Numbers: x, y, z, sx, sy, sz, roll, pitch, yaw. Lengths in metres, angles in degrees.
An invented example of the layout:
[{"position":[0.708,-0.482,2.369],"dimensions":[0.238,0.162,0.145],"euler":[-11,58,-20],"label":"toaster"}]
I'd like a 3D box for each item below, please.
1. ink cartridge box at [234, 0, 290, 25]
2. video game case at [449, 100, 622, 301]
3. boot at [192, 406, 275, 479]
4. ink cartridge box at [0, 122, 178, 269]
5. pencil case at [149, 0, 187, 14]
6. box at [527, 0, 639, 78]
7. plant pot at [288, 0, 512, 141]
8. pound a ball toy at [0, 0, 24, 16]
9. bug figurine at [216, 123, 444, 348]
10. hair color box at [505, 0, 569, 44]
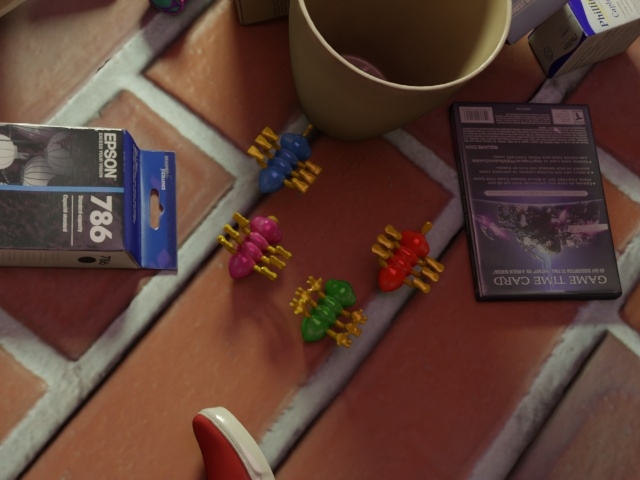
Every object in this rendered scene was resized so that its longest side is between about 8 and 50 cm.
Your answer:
[{"position":[-0.026,-0.379,1.678],"dimensions":[0.193,0.235,0.088],"euler":[-13,70,-3],"label":"ink cartridge box"},{"position":[0.279,-0.054,1.762],"dimensions":[0.196,0.026,0.274],"euler":[0,70,-14],"label":"video game case"},{"position":[-0.127,0.317,1.478],"dimensions":[0.176,0.088,0.244],"euler":[-22,79,-20],"label":"boot"},{"position":[-0.329,-0.053,1.587],"dimensions":[0.332,0.065,0.165],"euler":[1,68,-15],"label":"ink cartridge box"},{"position":[-0.173,-0.366,1.750],"dimensions":[0.070,0.064,0.152],"euler":[19,64,17],"label":"pencil case"},{"position":[0.372,-0.294,1.825],"dimensions":[0.137,0.126,0.072],"euler":[-22,77,-21],"label":"box"},{"position":[0.063,-0.234,1.641],"dimensions":[0.256,0.274,0.256],"euler":[5,67,-13],"label":"plant pot"},{"position":[-0.442,-0.408,1.592],"dimensions":[0.208,0.135,0.319],"euler":[24,47,-50],"label":"pound a ball toy"},{"position":[0.000,0.000,1.643],"dimensions":[0.279,0.072,0.216],"euler":[40,71,-1],"label":"bug figurine"},{"position":[0.158,-0.430,1.712],"dimensions":[0.113,0.185,0.374],"euler":[-37,99,3],"label":"hair color box"}]
